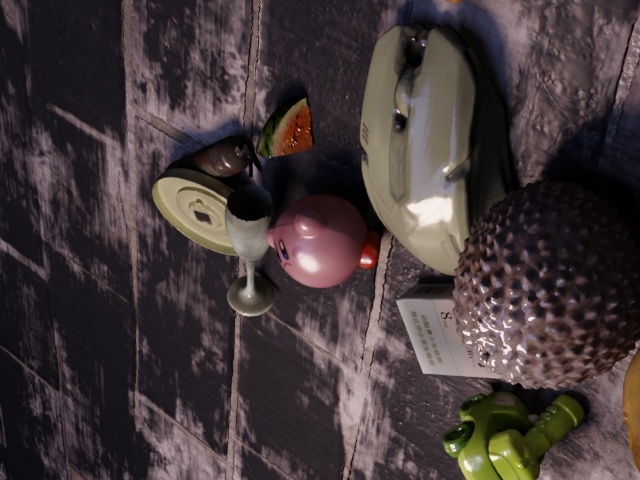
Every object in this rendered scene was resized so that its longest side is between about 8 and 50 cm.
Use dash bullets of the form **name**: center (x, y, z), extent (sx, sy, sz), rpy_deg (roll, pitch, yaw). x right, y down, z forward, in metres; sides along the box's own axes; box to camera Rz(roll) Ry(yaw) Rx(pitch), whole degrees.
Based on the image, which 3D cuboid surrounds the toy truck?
- **toy truck**: center (0.314, 0.335, 1.784), extent (0.210, 0.187, 0.148), rpy_deg (-16, 110, 50)

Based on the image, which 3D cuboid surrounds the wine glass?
- **wine glass**: center (-0.182, 0.075, 2.004), extent (0.096, 0.264, 0.309), rpy_deg (33, 149, 19)

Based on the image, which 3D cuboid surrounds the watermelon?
- **watermelon**: center (-0.056, -0.187, 1.911), extent (0.094, 0.125, 0.135), rpy_deg (25, 172, -9)

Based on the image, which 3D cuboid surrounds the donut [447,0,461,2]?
- **donut**: center (0.191, -0.392, 1.513), extent (0.097, 0.043, 0.108), rpy_deg (-24, 97, 52)

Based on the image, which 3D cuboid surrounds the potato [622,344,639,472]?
- **potato**: center (0.516, 0.222, 1.453), extent (0.288, 0.237, 0.301), rpy_deg (55, 142, 1)

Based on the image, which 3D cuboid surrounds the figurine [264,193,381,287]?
- **figurine**: center (0.000, 0.000, 1.886), extent (0.173, 0.173, 0.173), rpy_deg (26, 133, 32)

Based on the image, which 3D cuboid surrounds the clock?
- **clock**: center (-0.227, -0.052, 2.131), extent (0.235, 0.029, 0.235), rpy_deg (22, 149, 14)

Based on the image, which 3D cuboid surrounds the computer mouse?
- **computer mouse**: center (0.165, -0.116, 1.657), extent (0.228, 0.145, 0.429), rpy_deg (17, 127, 41)

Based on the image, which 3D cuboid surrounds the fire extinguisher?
- **fire extinguisher**: center (-0.199, -0.140, 2.069), extent (0.268, 0.072, 0.089), rpy_deg (-17, 83, 50)

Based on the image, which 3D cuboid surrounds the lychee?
- **lychee**: center (0.316, 0.061, 1.526), extent (0.300, 0.300, 0.300), rpy_deg (26, 133, 32)

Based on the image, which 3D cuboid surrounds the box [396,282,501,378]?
- **box**: center (0.255, 0.150, 1.812), extent (0.243, 0.067, 0.155), rpy_deg (-2, 116, 47)
